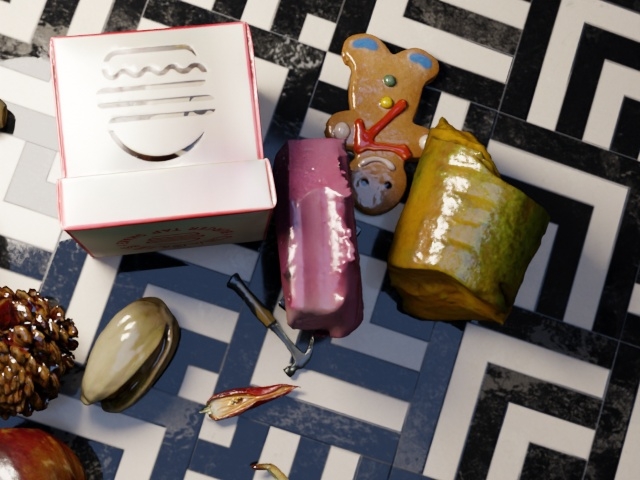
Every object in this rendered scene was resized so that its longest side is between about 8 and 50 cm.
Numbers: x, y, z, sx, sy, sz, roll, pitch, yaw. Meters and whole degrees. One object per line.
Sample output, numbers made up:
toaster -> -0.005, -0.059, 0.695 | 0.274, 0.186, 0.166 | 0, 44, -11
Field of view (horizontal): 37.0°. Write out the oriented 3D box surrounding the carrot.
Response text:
carrot -> 0.253, -0.027, 1.609 | 0.241, 0.241, 0.341 | 22, 83, -3

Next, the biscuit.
biscuit -> 0.114, -0.204, 1.713 | 0.205, 0.049, 0.324 | 13, 83, -6

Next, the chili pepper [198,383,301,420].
chili pepper -> -0.121, 0.267, 1.629 | 0.178, 0.027, 0.045 | -16, 89, -8

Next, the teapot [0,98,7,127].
teapot -> -0.572, -0.241, 1.623 | 0.080, 0.085, 0.110 | 8, 62, -7

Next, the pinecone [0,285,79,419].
pinecone -> -0.489, 0.172, 1.515 | 0.221, 0.221, 0.221 | 1, 82, -6

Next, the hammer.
hammer -> -0.086, 0.136, 1.654 | 0.078, 0.021, 0.201 | -39, 89, -10

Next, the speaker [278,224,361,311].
speaker -> -0.001, 0.047, 1.663 | 0.040, 0.046, 0.191 | 36, 81, 6

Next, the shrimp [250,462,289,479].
shrimp -> -0.097, 0.412, 1.590 | 0.114, 0.023, 0.083 | -19, 70, -48

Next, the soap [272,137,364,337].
soap -> 0.000, 0.000, 1.544 | 0.127, 0.220, 0.325 | -7, 81, 5

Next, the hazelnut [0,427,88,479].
hazelnut -> -0.464, 0.405, 1.466 | 0.218, 0.234, 0.218 | -6, 66, 13

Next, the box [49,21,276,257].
box -> -0.247, -0.148, 1.527 | 0.314, 0.312, 0.300 | -6, 83, -6

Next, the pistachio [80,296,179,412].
pistachio -> -0.317, 0.186, 1.573 | 0.206, 0.131, 0.129 | -55, 133, -6
